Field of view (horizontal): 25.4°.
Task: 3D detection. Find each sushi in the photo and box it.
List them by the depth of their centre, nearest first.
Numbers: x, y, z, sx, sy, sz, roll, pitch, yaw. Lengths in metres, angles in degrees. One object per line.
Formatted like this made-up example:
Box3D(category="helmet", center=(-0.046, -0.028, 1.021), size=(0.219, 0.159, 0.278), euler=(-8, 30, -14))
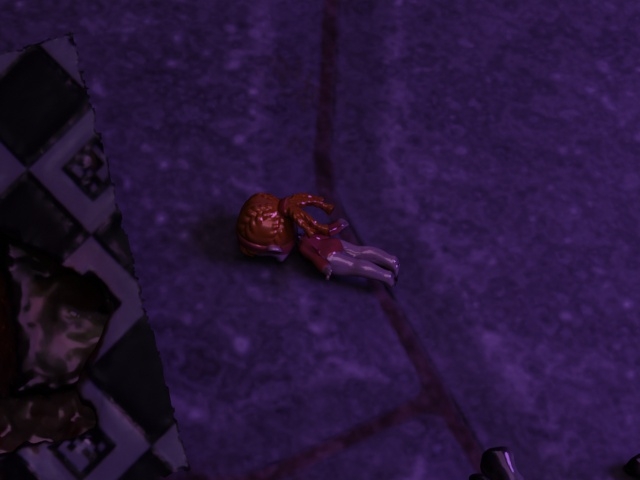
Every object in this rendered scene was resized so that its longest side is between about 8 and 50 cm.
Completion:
Box3D(category="sushi", center=(-0.244, 0.051, 0.852), size=(0.292, 0.059, 0.294), euler=(-18, 75, 2))

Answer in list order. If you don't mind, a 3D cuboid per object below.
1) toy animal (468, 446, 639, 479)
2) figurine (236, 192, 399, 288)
Box3D(category="toy animal", center=(0.131, 0.196, 0.794), size=(0.255, 0.090, 0.170), euler=(-25, 71, -13))
Box3D(category="figurine", center=(0.000, 0.000, 0.908), size=(0.109, 0.047, 0.064), euler=(19, 34, -1))
